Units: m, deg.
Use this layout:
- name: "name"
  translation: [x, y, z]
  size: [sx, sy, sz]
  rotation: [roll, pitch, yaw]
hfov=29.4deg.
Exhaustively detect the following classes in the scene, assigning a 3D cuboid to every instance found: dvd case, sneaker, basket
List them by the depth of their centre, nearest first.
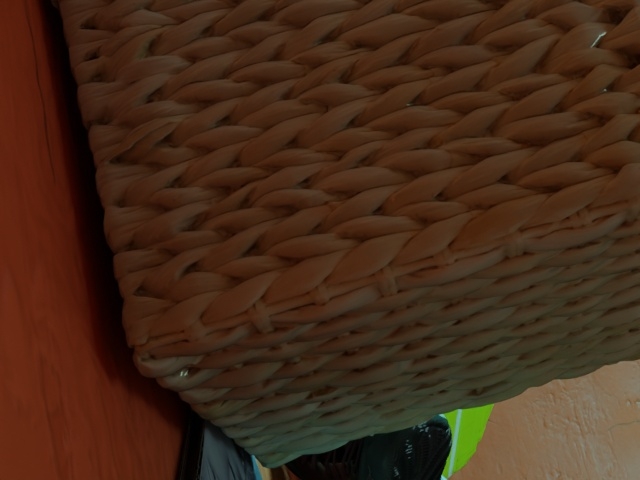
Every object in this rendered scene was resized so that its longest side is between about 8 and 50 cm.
- name: "basket"
  translation: [0.050, -0.047, 0.773]
  size: [0.328, 0.331, 0.266]
  rotation: [61, 13, -66]
- name: "dvd case"
  translation: [-0.053, 0.187, 0.782]
  size: [0.221, 0.018, 0.164]
  rotation: [-92, 166, -71]
- name: "sneaker"
  translation: [0.017, 0.177, 1.014]
  size: [0.162, 0.106, 0.281]
  rotation: [31, -20, 19]

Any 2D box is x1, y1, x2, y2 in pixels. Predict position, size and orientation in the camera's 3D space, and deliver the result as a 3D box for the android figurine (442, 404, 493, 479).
- name: "android figurine"
  translation: [0.113, 0.205, 1.365]
  size: [0.273, 0.056, 0.248]
  rotation: [-29, 132, -44]
